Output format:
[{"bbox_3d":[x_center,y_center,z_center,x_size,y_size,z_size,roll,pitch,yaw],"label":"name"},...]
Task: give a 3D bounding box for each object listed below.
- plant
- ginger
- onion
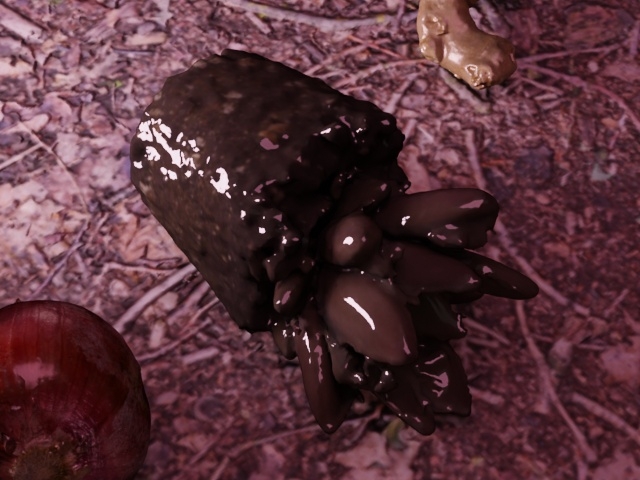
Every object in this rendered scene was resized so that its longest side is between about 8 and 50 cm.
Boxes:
[{"bbox_3d":[0.000,0.000,1.024,0.194,0.181,0.321,-38,59,-24],"label":"plant"},{"bbox_3d":[0.134,-0.245,1.269,0.149,0.065,0.258,-17,55,-16],"label":"ginger"},{"bbox_3d":[-0.200,0.104,0.966,0.160,0.159,0.195,-10,35,-8],"label":"onion"}]
